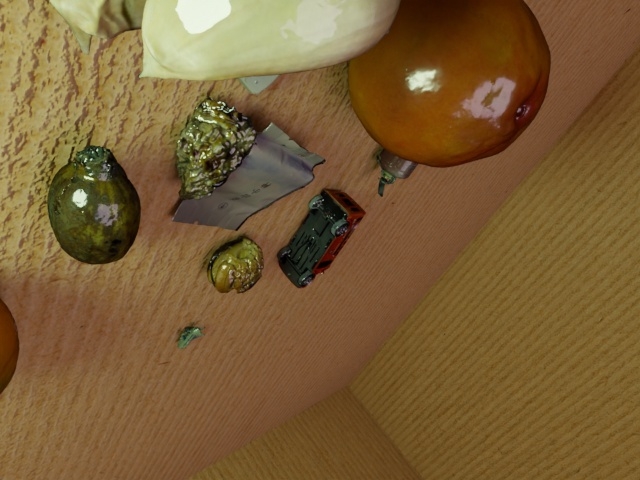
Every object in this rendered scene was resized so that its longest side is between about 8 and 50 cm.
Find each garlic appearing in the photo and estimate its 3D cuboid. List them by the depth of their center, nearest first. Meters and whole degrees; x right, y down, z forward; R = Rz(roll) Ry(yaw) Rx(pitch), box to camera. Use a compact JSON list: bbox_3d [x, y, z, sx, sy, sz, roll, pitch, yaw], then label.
[{"bbox_3d":[-0.082,-0.274,0.442,0.313,0.286,0.249,-29,-173,-33],"label":"garlic"}]

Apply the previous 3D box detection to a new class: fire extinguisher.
[{"bbox_3d":[0.214,-0.231,1.113,0.105,0.105,0.269,-4,137,-53],"label":"fire extinguisher"}]

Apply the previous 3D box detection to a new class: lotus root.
[{"bbox_3d":[-0.305,-0.041,0.628,0.120,0.120,0.209,-22,151,-37],"label":"lotus root"}]

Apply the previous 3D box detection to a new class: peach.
[{"bbox_3d":[0.223,-0.279,0.806,0.343,0.301,0.342,-34,156,-18],"label":"peach"}]

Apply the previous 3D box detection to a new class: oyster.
[{"bbox_3d":[-0.174,-0.132,0.717,0.105,0.056,0.177,32,116,-34],"label":"oyster"}]

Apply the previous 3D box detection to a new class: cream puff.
[{"bbox_3d":[-0.178,0.060,1.006,0.133,0.104,0.119,-38,148,-13],"label":"cream puff"}]

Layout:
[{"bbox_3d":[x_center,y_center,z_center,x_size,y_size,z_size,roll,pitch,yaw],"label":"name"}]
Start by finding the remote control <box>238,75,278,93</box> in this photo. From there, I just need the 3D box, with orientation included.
[{"bbox_3d":[-0.107,-0.281,0.641,0.087,0.029,0.190,-44,155,4],"label":"remote control"}]

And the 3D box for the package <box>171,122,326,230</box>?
[{"bbox_3d":[-0.131,-0.109,0.863,0.251,0.062,0.204,-36,158,18],"label":"package"}]

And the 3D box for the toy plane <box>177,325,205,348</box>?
[{"bbox_3d":[-0.326,0.237,1.151,0.083,0.033,0.080,-40,157,12],"label":"toy plane"}]

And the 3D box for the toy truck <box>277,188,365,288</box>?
[{"bbox_3d":[0.000,0.000,1.158,0.114,0.107,0.252,-8,138,-51],"label":"toy truck"}]

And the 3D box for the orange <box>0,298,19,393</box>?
[{"bbox_3d":[-0.508,0.156,0.576,0.240,0.171,0.240,-33,156,-17],"label":"orange"}]
